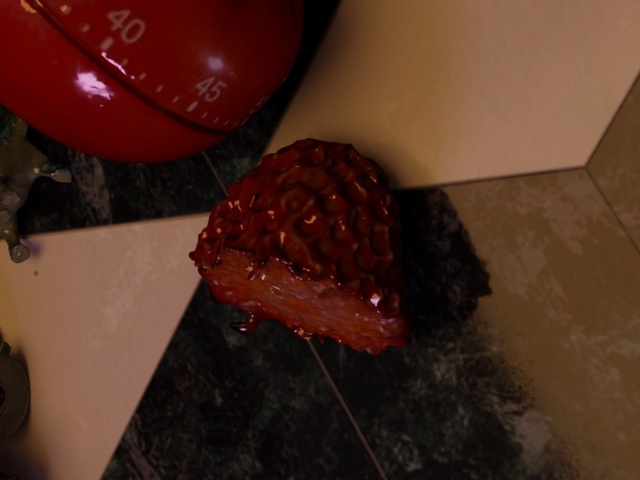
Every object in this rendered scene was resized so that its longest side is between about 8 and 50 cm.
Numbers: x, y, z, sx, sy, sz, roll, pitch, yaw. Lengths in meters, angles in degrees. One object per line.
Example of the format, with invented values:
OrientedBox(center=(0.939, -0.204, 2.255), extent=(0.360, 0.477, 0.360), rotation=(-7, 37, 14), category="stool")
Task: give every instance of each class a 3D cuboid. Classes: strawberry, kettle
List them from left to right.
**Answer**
OrientedBox(center=(-0.424, 0.165, 1.409), extent=(0.148, 0.098, 0.126), rotation=(-1, 97, 31), category="kettle")
OrientedBox(center=(0.000, 0.000, 1.162), extent=(0.234, 0.234, 0.178), rotation=(11, 69, 27), category="strawberry")

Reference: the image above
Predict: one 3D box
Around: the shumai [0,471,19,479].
OrientedBox(center=(-0.454, 0.383, 1.324), extent=(0.324, 0.397, 0.323), rotation=(11, 59, 19), category="shumai")

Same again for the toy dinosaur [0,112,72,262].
OrientedBox(center=(-0.366, -0.055, 1.384), extent=(0.147, 0.076, 0.363), rotation=(44, 110, 40), category="toy dinosaur")

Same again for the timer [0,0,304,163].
OrientedBox(center=(-0.195, -0.247, 1.112), extent=(0.279, 0.378, 0.378), rotation=(-39, 75, 15), category="timer")
